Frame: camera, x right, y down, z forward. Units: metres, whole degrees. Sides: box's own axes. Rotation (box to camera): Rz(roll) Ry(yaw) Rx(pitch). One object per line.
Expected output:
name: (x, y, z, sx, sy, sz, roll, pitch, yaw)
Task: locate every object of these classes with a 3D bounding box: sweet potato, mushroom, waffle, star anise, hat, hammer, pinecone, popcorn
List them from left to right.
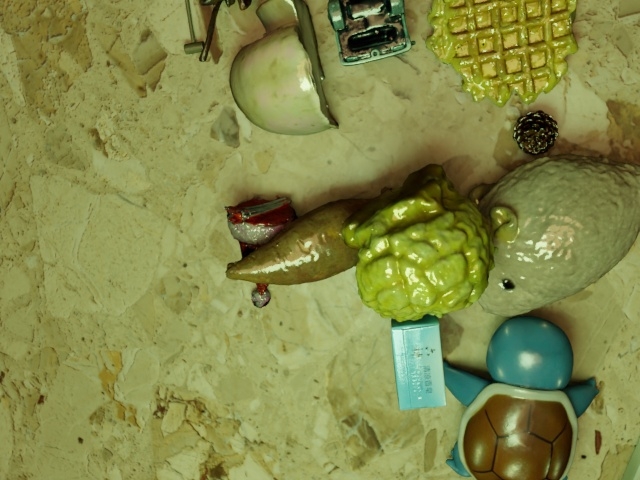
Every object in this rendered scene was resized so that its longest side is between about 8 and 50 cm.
hammer: (-0.232, -0.390, 1.246, 0.035, 0.019, 0.110, -6, 96, 9)
star anise: (-0.175, -0.447, 1.192, 0.234, 0.073, 0.177, -42, 80, 10)
hat: (-0.111, 0.029, 1.275, 0.128, 0.140, 0.228, 15, 118, 21)
mushroom: (-0.086, -0.281, 1.174, 0.173, 0.162, 0.236, -13, 99, 9)
sweet potato: (0.001, 0.002, 1.186, 0.336, 0.131, 0.131, -14, 102, -19)
popcorn: (0.154, 0.000, 1.080, 0.236, 0.206, 0.252, 0, 71, -14)
waffle: (0.314, -0.369, 1.157, 0.262, 0.060, 0.280, 37, 106, -5)
pinecone: (0.362, -0.181, 1.179, 0.077, 0.083, 0.077, 5, 102, 22)

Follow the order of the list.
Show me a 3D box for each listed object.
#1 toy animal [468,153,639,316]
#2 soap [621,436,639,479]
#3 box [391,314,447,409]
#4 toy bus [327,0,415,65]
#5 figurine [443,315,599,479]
toy animal: (0.385, -0.025, 1.157, 0.358, 0.188, 0.226, -37, 101, 13)
soap: (0.628, 0.467, 1.299, 0.121, 0.064, 0.183, 17, 103, 6)
box: (0.166, 0.176, 1.206, 0.083, 0.232, 0.143, -6, 102, 8)
toy bus: (0.069, -0.414, 1.131, 0.128, 0.147, 0.256, -11, 96, 11)
figurine: (0.342, 0.344, 1.253, 0.297, 0.243, 0.417, 8, 83, 15)
